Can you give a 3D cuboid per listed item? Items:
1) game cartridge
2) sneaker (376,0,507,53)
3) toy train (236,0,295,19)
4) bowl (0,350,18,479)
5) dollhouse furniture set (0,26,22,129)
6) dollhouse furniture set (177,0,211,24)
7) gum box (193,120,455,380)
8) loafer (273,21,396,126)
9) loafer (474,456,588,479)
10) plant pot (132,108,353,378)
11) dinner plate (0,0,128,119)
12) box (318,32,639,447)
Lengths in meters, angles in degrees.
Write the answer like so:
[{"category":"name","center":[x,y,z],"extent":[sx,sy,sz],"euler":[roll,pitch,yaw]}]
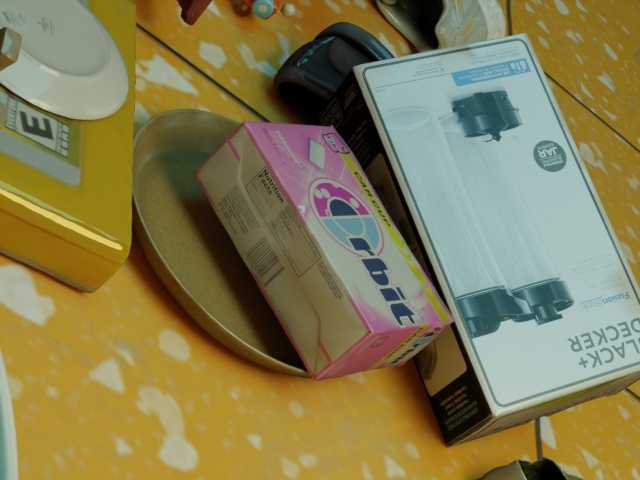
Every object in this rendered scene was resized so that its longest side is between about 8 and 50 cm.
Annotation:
[{"category":"game cartridge","center":[-0.262,-0.140,0.940],"extent":[0.323,0.052,0.285],"euler":[30,34,-30]},{"category":"sneaker","center":[0.088,-0.294,1.538],"extent":[0.121,0.099,0.262],"euler":[-14,64,-52]},{"category":"toy train","center":[-0.078,-0.263,1.336],"extent":[0.125,0.046,0.166],"euler":[40,30,-27]},{"category":"bowl","center":[-0.276,0.079,0.506],"extent":[0.311,0.163,0.312],"euler":[33,46,-42]},{"category":"dollhouse furniture set","center":[-0.291,-0.117,0.753],"extent":[0.259,0.135,0.262],"euler":[30,58,-40]},{"category":"dollhouse furniture set","center":[-0.173,-0.355,1.231],"extent":[0.201,0.152,0.374],"euler":[35,13,-33]},{"category":"gum box","center":[0.000,0.000,1.038],"extent":[0.107,0.062,0.188],"euler":[-4,57,-54]},{"category":"loafer","center":[0.080,-0.055,1.257],"extent":[0.302,0.109,0.095],"euler":[46,49,8]},{"category":"loafer","center":[0.174,0.196,1.111],"extent":[0.148,0.050,0.056],"euler":[12,46,-46]},{"category":"plant pot","center":[-0.049,0.006,1.064],"extent":[0.236,0.032,0.236],"euler":[32,34,-25]},{"category":"dinner plate","center":[-0.184,-0.139,0.978],"extent":[0.141,0.017,0.141],"euler":[30,34,-23]},{"category":"box","center":[0.132,-0.005,1.141],"extent":[0.169,0.087,0.290],"euler":[-12,73,-25]}]
